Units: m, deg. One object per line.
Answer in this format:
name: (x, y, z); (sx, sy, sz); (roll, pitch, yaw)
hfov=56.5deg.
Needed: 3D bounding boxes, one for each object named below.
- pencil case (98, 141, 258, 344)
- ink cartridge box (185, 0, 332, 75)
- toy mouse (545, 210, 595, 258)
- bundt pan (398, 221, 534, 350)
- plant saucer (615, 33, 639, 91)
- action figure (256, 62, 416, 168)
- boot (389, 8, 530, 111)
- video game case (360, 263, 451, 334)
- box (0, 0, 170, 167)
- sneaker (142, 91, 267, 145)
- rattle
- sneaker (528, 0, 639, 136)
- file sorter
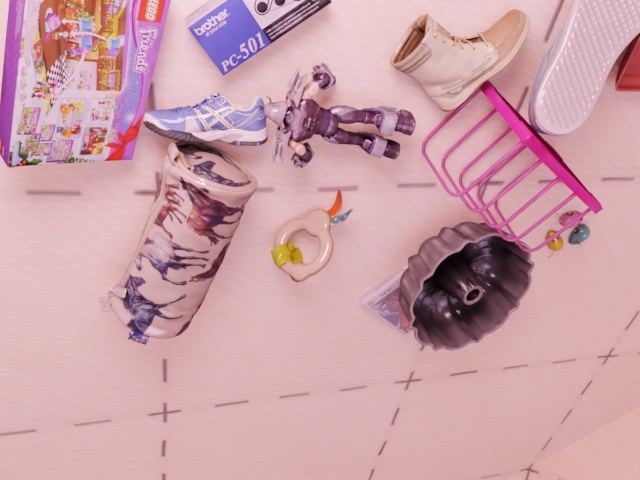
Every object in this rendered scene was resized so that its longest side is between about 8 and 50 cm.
pencil case: (-0.265, 0.005, 1.104); (0.183, 0.160, 0.410); (2, 131, -39)
ink cartridge box: (-0.095, -0.356, 0.920); (0.207, 0.046, 0.097); (-31, 131, 9)
toy mouse: (0.628, -0.026, 1.473); (0.143, 0.031, 0.161); (-26, 133, 5)
bundt pan: (0.323, 0.092, 1.388); (0.330, 0.124, 0.331); (-13, 127, -17)
plant saucer: (0.716, -0.415, 1.150); (0.258, 0.048, 0.259); (-3, 131, -16)
action figure: (0.019, -0.206, 1.052); (0.284, 0.099, 0.185); (6, 125, -26)
boot: (0.241, -0.343, 1.030); (0.165, 0.077, 0.213); (29, 119, -34)
video game case: (0.226, 0.144, 1.490); (0.183, 0.023, 0.201); (-39, 131, 16)
box: (-0.349, -0.246, 0.872); (0.200, 0.057, 0.293); (-11, 138, -44)
sneaker: (-0.191, -0.210, 1.007); (0.211, 0.080, 0.081); (-2, 115, -23)
rattle: (0.000, 0.000, 1.256); (0.200, 0.130, 0.143); (-53, 143, -6)
sneaker: (0.480, -0.362, 1.080); (0.135, 0.150, 0.366); (31, 99, -2)
file sorter: (0.369, -0.132, 1.177); (0.290, 0.202, 0.182); (29, 119, -36)
